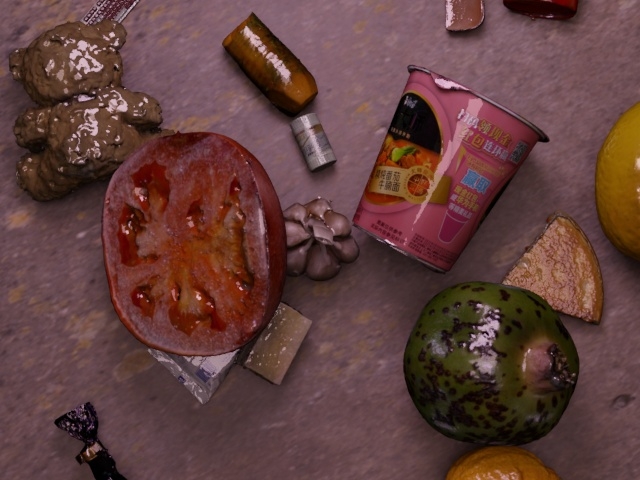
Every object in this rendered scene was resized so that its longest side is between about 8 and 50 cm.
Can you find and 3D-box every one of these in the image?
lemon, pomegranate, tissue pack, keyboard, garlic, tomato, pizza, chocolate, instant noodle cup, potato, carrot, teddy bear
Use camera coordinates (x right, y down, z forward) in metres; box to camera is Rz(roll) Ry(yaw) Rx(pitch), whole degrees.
[{"bbox_3d":[0.264,0.366,1.484,0.187,0.142,0.142,-8,84,-5],"label":"lemon"},{"bbox_3d":[0.253,0.178,1.450,0.254,0.270,0.254,2,87,-37],"label":"pomegranate"},{"bbox_3d":[-0.158,0.141,1.569,0.122,0.026,0.193,43,86,4],"label":"tissue pack"},{"bbox_3d":[-0.321,-0.391,1.631,0.055,0.017,0.166,38,86,4],"label":"keyboard"},{"bbox_3d":[0.000,0.000,1.507,0.131,0.194,0.127,-8,93,-15],"label":"garlic"},{"bbox_3d":[-0.166,0.004,1.489,0.338,0.143,0.339,0,91,32],"label":"tomato"},{"bbox_3d":[0.350,0.067,1.568,0.176,0.036,0.185,-29,86,-1],"label":"pizza"},{"bbox_3d":[-0.343,0.319,1.532,0.070,0.072,0.147,-25,79,1],"label":"chocolate"},{"bbox_3d":[0.175,-0.095,1.505,0.243,0.244,0.255,28,93,3],"label":"instant noodle cup"},{"bbox_3d":[-0.070,0.151,1.537,0.086,0.061,0.122,31,85,-19],"label":"potato"},{"bbox_3d":[0.516,-0.082,1.487,0.233,0.233,0.288,5,86,1],"label":"lemon"},{"bbox_3d":[-0.079,-0.273,1.585,0.082,0.082,0.173,-44,88,-4],"label":"carrot"},{"bbox_3d":[-0.364,-0.205,1.546,0.267,0.156,0.256,-14,82,0],"label":"teddy bear"},{"bbox_3d":[0.229,-0.378,1.618,0.064,0.031,0.101,-7,80,18],"label":"chocolate"}]

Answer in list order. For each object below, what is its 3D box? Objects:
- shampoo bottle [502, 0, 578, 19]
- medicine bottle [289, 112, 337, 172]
[{"bbox_3d":[0.369,-0.509,1.607,0.118,0.076,0.314,10,84,4],"label":"shampoo bottle"},{"bbox_3d":[-0.011,-0.152,1.588,0.047,0.047,0.083,-24,84,-2],"label":"medicine bottle"}]
